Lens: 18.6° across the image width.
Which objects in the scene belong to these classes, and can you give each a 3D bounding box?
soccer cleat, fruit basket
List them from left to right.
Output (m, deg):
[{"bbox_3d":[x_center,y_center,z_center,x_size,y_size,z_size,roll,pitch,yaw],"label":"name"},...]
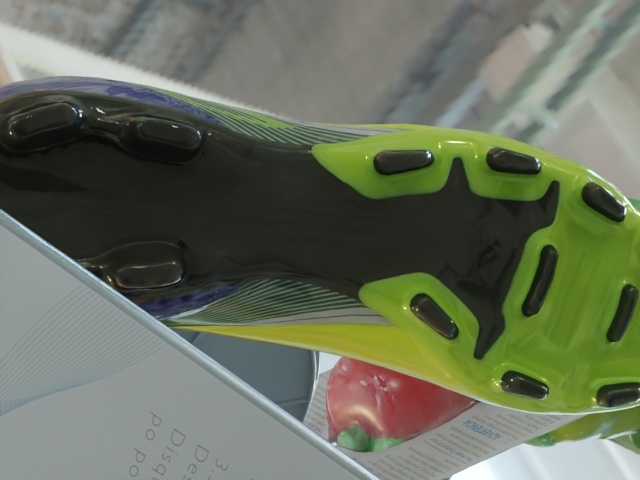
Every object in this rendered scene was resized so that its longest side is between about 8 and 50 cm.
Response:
[{"bbox_3d":[0.000,-0.001,0.700,0.289,0.121,0.093,11,-90,-18],"label":"soccer cleat"},{"bbox_3d":[0.112,0.098,1.281,0.353,0.327,0.165,-29,-78,-13],"label":"fruit basket"}]

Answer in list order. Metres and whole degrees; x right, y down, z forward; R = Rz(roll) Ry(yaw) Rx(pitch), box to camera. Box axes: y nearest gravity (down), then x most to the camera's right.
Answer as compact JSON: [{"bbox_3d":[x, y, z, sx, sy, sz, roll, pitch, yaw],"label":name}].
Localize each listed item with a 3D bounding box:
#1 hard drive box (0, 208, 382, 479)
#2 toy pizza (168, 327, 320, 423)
[{"bbox_3d":[-0.096,0.097,0.472,0.089,0.181,0.232,-4,-34,48],"label":"hard drive box"},{"bbox_3d":[-0.095,0.076,0.845,0.201,0.032,0.201,-18,-44,-18],"label":"toy pizza"}]
